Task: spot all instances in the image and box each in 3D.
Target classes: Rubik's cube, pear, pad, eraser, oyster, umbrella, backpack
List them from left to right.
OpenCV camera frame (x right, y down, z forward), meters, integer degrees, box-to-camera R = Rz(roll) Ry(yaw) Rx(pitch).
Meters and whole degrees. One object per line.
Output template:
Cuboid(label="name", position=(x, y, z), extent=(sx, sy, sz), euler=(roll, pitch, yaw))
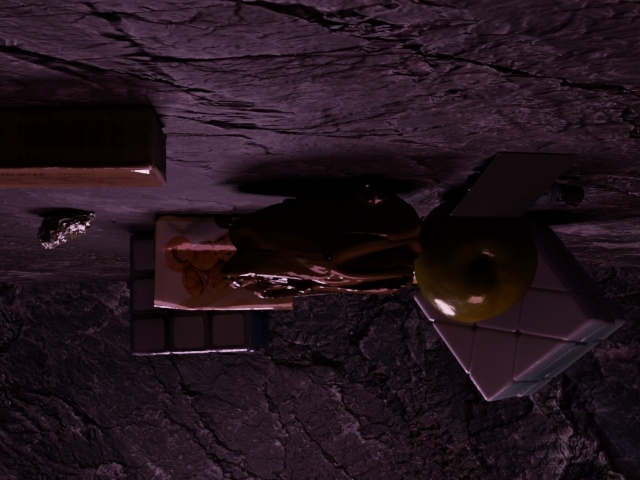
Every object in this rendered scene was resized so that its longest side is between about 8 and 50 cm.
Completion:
Cuboid(label="eraser", position=(-0.368, -0.111, 1.192), extent=(0.343, 0.078, 0.144), euler=(0, 173, -3))
Cuboid(label="oyster", position=(-0.535, -0.027, 2.009), extent=(0.125, 0.064, 0.177), euler=(-15, 174, -42))
Cuboid(label="Rubik's cube", position=(-0.299, 0.136, 2.433), extent=(0.304, 0.305, 0.301), euler=(-4, 172, 6))
Cuboid(label="backpack", position=(0.001, 0.006, 1.773), extent=(0.378, 0.201, 0.353), euler=(-2, 175, -19))
Cuboid(label="pear", position=(0.302, 0.036, 1.904), extent=(0.253, 0.253, 0.307), euler=(-2, 177, 5))
Cuboid(label="pad", position=(0.314, -0.089, 1.581), extent=(0.143, 0.003, 0.211), euler=(0, 154, -16))
Cuboid(label="Rubik's cube", position=(0.476, 0.163, 2.287), extent=(0.322, 0.319, 0.316), euler=(-43, 156, 21))
Cuboid(label="umbrella", position=(0.361, -0.091, 1.672), extent=(0.250, 0.052, 0.053), euler=(3, 139, -28))

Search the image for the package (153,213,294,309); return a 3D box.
Cuboid(label="package", position=(-0.216, 0.034, 2.150), extent=(0.311, 0.221, 0.165), euler=(0, -166, -9))

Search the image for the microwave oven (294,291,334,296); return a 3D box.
Cuboid(label="microwave oven", position=(-0.054, 0.056, 2.290), extent=(0.205, 0.163, 0.129), euler=(-6, -171, 10))

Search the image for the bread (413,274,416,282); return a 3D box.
Cuboid(label="bread", position=(0.227, 0.037, 2.375), extent=(0.106, 0.140, 0.236), euler=(-3, 174, -21))
